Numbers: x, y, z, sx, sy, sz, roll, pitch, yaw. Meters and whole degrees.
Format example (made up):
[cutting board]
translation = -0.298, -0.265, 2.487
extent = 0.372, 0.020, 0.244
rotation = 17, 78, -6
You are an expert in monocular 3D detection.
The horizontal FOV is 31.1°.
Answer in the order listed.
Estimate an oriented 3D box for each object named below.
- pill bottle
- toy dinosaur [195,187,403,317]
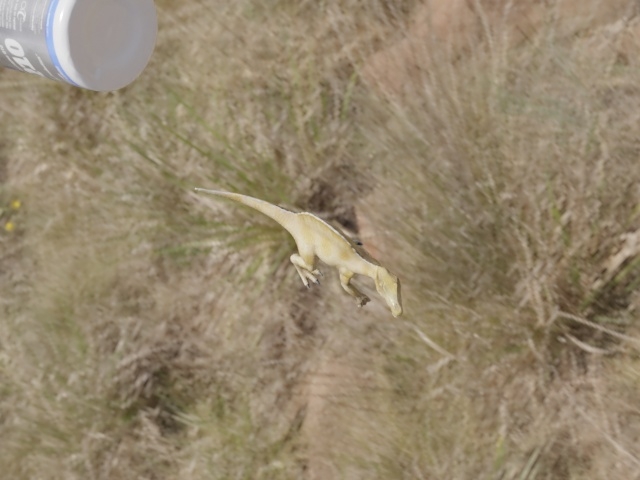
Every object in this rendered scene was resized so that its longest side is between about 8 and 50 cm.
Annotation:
[pill bottle]
translation = -0.178, -0.145, 0.743
extent = 0.137, 0.078, 0.078
rotation = 18, 78, 38
[toy dinosaur]
translation = 0.000, 0.000, 0.861
extent = 0.183, 0.092, 0.053
rotation = 31, 76, 21
